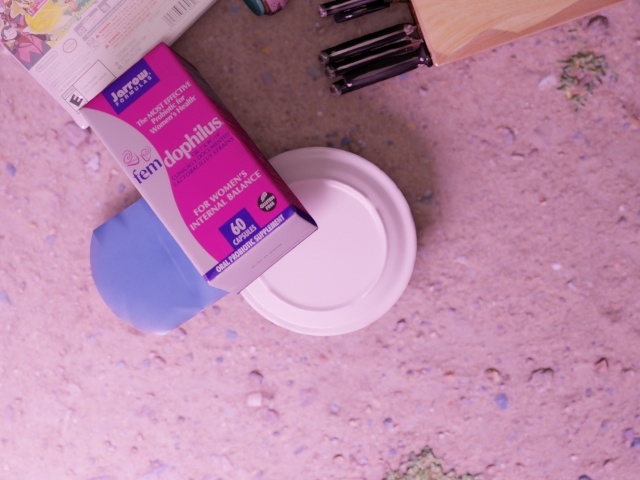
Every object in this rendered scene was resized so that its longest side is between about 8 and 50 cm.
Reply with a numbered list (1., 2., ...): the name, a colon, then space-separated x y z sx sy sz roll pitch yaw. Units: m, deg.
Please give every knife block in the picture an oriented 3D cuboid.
1. knife block: 0.141 -0.214 1.527 0.275 0.088 0.242 26 98 -4

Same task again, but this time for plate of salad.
1. plate of salad: 0.000 0.000 1.577 0.200 0.048 0.200 2 105 7

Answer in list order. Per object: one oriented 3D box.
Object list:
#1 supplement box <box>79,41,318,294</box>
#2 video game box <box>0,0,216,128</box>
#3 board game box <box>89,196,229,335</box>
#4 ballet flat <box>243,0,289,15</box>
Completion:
1. supplement box: -0.118 -0.070 1.505 0.111 0.114 0.220 -39 77 4
2. video game box: -0.229 -0.248 1.540 0.205 0.048 0.187 -43 98 5
3. board game box: -0.150 0.016 1.576 0.168 0.033 0.133 -34 81 5
4. ballet flat: -0.102 -0.322 1.523 0.221 0.077 0.079 45 77 -11
